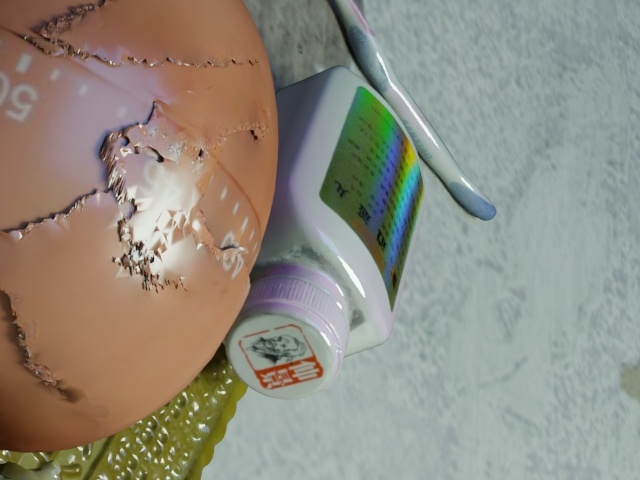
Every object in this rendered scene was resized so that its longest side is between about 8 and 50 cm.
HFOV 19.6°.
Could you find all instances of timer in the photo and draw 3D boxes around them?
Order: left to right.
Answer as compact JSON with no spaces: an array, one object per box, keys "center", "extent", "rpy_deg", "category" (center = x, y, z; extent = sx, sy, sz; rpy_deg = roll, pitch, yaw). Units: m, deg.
[{"center":[-0.132,-0.031,0.771],"extent":[0.229,0.229,0.215],"rpy_deg":[35,61,-40],"category":"timer"}]

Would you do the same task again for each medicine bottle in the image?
[{"center":[0.000,0.000,1.037],"extent":[0.115,0.078,0.219],"rpy_deg":[59,27,-24],"category":"medicine bottle"}]

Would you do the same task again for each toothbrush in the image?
[{"center":[0.043,-0.109,1.220],"extent":[0.269,0.021,0.027],"rpy_deg":[52,53,-26],"category":"toothbrush"}]

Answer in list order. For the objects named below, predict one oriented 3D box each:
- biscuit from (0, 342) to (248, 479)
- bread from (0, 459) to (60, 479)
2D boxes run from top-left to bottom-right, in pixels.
[{"center":[-0.113,0.071,0.930],"extent":[0.172,0.029,0.254],"rpy_deg":[53,39,-24],"category":"biscuit"},{"center":[-0.180,0.167,0.686],"extent":[0.375,0.165,0.236],"rpy_deg":[43,50,-35],"category":"bread"}]
